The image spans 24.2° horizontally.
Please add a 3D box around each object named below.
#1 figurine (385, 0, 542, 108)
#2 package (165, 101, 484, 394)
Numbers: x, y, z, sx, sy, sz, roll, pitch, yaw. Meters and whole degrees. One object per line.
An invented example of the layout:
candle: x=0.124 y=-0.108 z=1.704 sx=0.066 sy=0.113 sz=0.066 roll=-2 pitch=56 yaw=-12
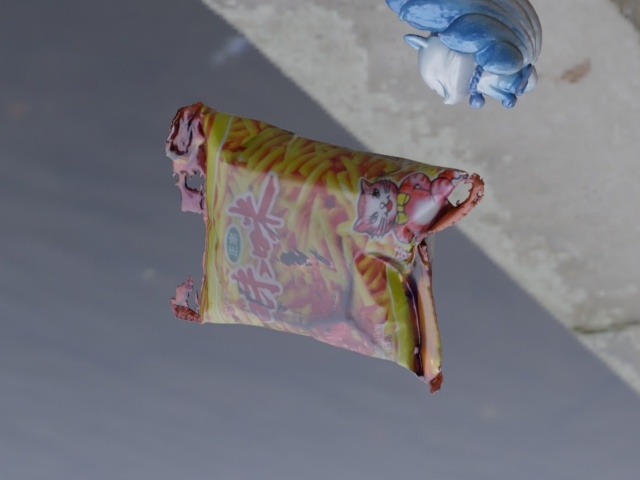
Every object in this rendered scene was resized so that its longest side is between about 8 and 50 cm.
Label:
figurine: x=0.078 y=-0.123 z=0.871 sx=0.114 sy=0.114 sz=0.079 roll=20 pitch=107 yaw=-31
package: x=-0.001 y=0.006 z=1.314 sx=0.288 sy=0.108 sz=0.223 roll=17 pitch=118 yaw=21
